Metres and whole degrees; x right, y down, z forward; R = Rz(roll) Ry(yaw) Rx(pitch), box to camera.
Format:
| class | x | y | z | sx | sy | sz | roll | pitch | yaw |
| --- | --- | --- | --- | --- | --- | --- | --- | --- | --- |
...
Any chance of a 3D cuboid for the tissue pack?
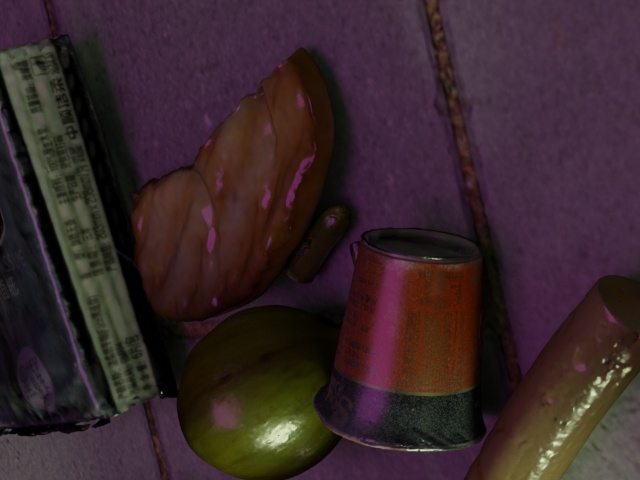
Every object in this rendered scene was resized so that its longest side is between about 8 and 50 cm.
| class | x | y | z | sx | sy | sz | roll | pitch | yaw |
| --- | --- | --- | --- | --- | --- | --- | --- | --- | --- |
| tissue pack | -0.279 | 0.003 | 1.348 | 0.259 | 0.122 | 0.361 | -12 | 96 | 53 |

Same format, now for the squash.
| class | x | y | z | sx | sy | sz | roll | pitch | yaw |
| --- | --- | --- | --- | --- | --- | --- | --- | --- | --- |
| squash | 0.000 | 0.000 | 1.095 | 0.027 | 0.027 | 0.083 | 55 | 136 | 21 |

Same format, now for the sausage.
| class | x | y | z | sx | sy | sz | roll | pitch | yaw |
| --- | --- | --- | --- | --- | --- | --- | --- | --- | --- |
| sausage | 0.147 | 0.143 | 0.952 | 0.066 | 0.066 | 0.301 | 47 | 132 | 28 |

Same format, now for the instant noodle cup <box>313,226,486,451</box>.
| class | x | y | z | sx | sy | sz | roll | pitch | yaw |
| --- | --- | --- | --- | --- | --- | --- | --- | --- | --- |
| instant noodle cup | 0.065 | 0.066 | 0.985 | 0.127 | 0.127 | 0.135 | 19 | 109 | 44 |

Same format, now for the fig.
| class | x | y | z | sx | sy | sz | roll | pitch | yaw |
| --- | --- | --- | --- | --- | --- | --- | --- | --- | --- |
| fig | -0.018 | 0.110 | 1.098 | 0.186 | 0.142 | 0.148 | -17 | 56 | 13 |

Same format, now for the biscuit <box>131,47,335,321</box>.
| class | x | y | z | sx | sy | sz | roll | pitch | yaw |
| --- | --- | --- | --- | --- | --- | --- | --- | --- | --- |
| biscuit | -0.072 | -0.026 | 1.147 | 0.299 | 0.045 | 0.154 | -34 | 67 | 49 |
